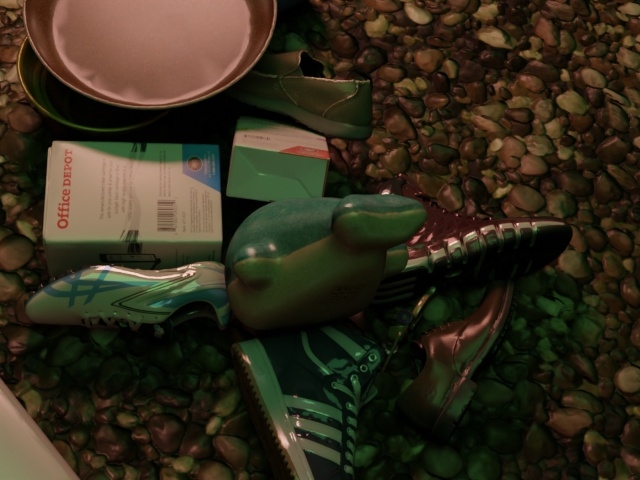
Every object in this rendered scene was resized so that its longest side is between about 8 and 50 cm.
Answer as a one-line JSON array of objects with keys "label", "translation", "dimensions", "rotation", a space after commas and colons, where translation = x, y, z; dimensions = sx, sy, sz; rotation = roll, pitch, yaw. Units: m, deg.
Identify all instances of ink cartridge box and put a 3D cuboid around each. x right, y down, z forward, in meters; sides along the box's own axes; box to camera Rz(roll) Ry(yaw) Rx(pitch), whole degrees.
[{"label": "ink cartridge box", "translation": [-0.221, -0.036, 1.285], "dimensions": [0.203, 0.086, 0.148], "rotation": [1, 57, -8]}, {"label": "ink cartridge box", "translation": [-0.053, -0.102, 1.334], "dimensions": [0.115, 0.067, 0.198], "rotation": [8, 17, -4]}]

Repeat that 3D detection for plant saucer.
[{"label": "plant saucer", "translation": [-0.210, -0.282, 1.345], "dimensions": [0.311, 0.050, 0.310], "rotation": [1, 63, -3]}]

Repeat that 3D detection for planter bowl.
[{"label": "planter bowl", "translation": [-0.274, -0.198, 1.380], "dimensions": [0.217, 0.090, 0.217], "rotation": [5, 57, -7]}]

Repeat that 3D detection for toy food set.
[{"label": "toy food set", "translation": [0.095, 0.102, 1.251], "dimensions": [0.019, 0.078, 0.122], "rotation": [29, 28, 12]}]

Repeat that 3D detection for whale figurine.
[{"label": "whale figurine", "translation": [0.000, 0.000, 1.168], "dimensions": [0.216, 0.272, 0.141], "rotation": [-3, 68, -29]}]

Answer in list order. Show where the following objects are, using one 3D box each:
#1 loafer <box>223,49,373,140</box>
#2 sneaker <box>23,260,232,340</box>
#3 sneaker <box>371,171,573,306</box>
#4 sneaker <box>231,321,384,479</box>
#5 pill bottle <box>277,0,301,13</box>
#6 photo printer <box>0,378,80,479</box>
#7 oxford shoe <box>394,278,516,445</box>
[{"label": "loafer", "translation": [-0.034, -0.206, 1.393], "dimensions": [0.251, 0.087, 0.094], "rotation": [24, 17, 21]}, {"label": "sneaker", "translation": [-0.214, 0.074, 1.218], "dimensions": [0.237, 0.085, 0.086], "rotation": [-5, 65, -9]}, {"label": "sneaker", "translation": [0.162, -0.028, 1.334], "dimensions": [0.281, 0.106, 0.162], "rotation": [-11, 57, -15]}, {"label": "sneaker", "translation": [0.019, 0.209, 1.157], "dimensions": [0.153, 0.099, 0.282], "rotation": [-15, 58, -17]}, {"label": "pill bottle", "translation": [-0.110, -0.356, 1.491], "dimensions": [0.221, 0.124, 0.124], "rotation": [-35, 69, -27]}, {"label": "photo printer", "translation": [-0.384, 0.258, 1.053], "dimensions": [0.256, 0.107, 0.307], "rotation": [-34, 68, -27]}, {"label": "oxford shoe", "translation": [0.159, 0.119, 1.250], "dimensions": [0.096, 0.083, 0.227], "rotation": [28, 56, 14]}]
